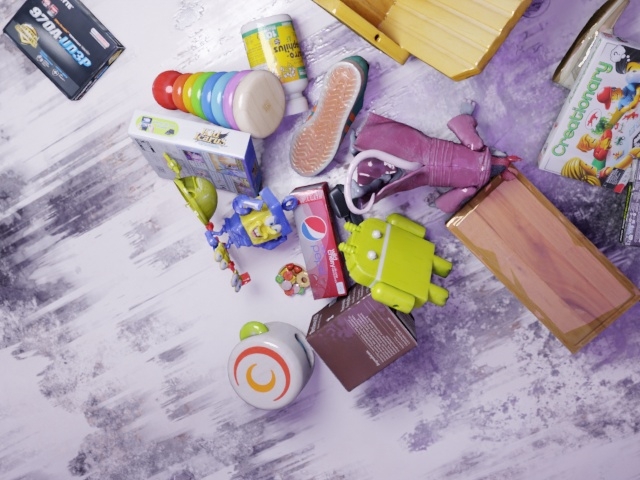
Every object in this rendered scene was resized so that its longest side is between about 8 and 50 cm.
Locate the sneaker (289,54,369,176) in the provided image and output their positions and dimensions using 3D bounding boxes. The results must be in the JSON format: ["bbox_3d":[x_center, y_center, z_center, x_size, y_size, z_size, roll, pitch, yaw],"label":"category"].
[{"bbox_3d":[0.031,-0.274,1.433,0.108,0.121,0.302,36,126,6],"label":"sneaker"}]

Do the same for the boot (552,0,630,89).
[{"bbox_3d":[0.622,-0.393,1.356,0.165,0.077,0.213,31,112,-2],"label":"boot"}]

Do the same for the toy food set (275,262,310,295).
[{"bbox_3d":[-0.067,0.096,1.572,0.083,0.020,0.082,43,104,-6],"label":"toy food set"}]

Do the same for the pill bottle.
[{"bbox_3d":[-0.094,-0.378,1.407,0.117,0.117,0.208,-13,102,8],"label":"pill bottle"}]

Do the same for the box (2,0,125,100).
[{"bbox_3d":[-0.587,-0.460,1.467,0.175,0.051,0.220,-42,96,13],"label":"box"}]

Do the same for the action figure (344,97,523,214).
[{"bbox_3d":[0.242,-0.177,1.348,0.370,0.276,0.248,3,102,7],"label":"action figure"}]

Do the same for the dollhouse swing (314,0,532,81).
[{"bbox_3d":[0.198,-0.530,1.225,0.315,0.305,0.347,26,107,-32],"label":"dollhouse swing"}]

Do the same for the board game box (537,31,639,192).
[{"bbox_3d":[0.613,-0.263,1.352,0.192,0.053,0.305,16,125,2],"label":"board game box"}]

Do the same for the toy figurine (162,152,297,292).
[{"bbox_3d":[-0.163,-0.074,1.404,0.217,0.191,0.363,-25,139,-4],"label":"toy figurine"}]

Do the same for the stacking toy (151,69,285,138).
[{"bbox_3d":[-0.238,-0.310,1.389,0.330,0.141,0.141,16,108,35],"label":"stacking toy"}]

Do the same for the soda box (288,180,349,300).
[{"bbox_3d":[0.000,0.000,1.504,0.083,0.092,0.263,-10,102,10],"label":"soda box"}]

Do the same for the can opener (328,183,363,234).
[{"bbox_3d":[0.075,-0.049,1.508,0.073,0.059,0.186,-32,110,-15],"label":"can opener"}]

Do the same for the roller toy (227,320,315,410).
[{"bbox_3d":[-0.117,0.304,1.564,0.191,0.146,0.209,22,108,11],"label":"roller toy"}]

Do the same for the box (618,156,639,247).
[{"bbox_3d":[0.741,-0.071,1.339,0.184,0.045,0.191,7,98,12],"label":"box"}]

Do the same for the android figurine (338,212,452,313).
[{"bbox_3d":[0.168,0.044,1.436,0.272,0.248,0.056,26,140,-9],"label":"android figurine"}]

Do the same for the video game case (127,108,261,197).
[{"bbox_3d":[-0.262,-0.183,1.399,0.244,0.269,0.061,13,77,3],"label":"video game case"}]

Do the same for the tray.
[{"bbox_3d":[0.500,0.039,1.450,0.411,0.076,0.203,45,104,1],"label":"tray"}]

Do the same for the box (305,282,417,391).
[{"bbox_3d":[0.099,0.209,1.508,0.203,0.168,0.167,-37,98,12],"label":"box"}]
